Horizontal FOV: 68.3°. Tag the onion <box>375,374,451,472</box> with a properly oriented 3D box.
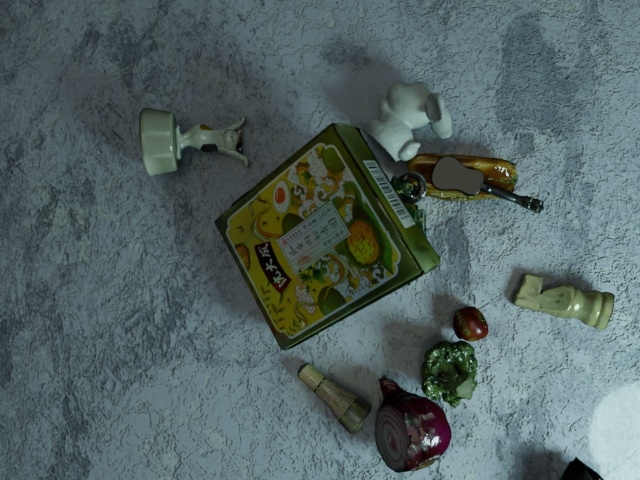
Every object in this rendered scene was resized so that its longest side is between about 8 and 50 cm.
[{"bbox_3d":[0.204,0.413,1.098,0.140,0.195,0.218,-9,54,-16],"label":"onion"}]

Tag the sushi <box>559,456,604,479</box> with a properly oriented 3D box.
[{"bbox_3d":[0.607,0.608,1.018,0.151,0.153,0.172,24,99,7],"label":"sushi"}]

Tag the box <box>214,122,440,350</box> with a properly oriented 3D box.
[{"bbox_3d":[0.000,0.000,1.098,0.420,0.138,0.372,-34,80,27],"label":"box"}]

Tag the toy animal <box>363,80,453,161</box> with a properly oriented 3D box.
[{"bbox_3d":[0.211,-0.285,1.147,0.193,0.127,0.178,-38,55,12],"label":"toy animal"}]

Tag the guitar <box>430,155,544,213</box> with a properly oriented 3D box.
[{"bbox_3d":[0.392,-0.121,1.098,0.271,0.038,0.083,21,97,7],"label":"guitar"}]

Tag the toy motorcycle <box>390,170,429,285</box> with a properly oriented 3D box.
[{"bbox_3d":[0.166,-0.027,1.149,0.187,0.125,0.274,-1,90,21],"label":"toy motorcycle"}]

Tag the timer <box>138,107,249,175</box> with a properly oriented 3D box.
[{"bbox_3d":[-0.327,-0.265,1.254,0.266,0.175,0.175,-4,85,-10],"label":"timer"}]

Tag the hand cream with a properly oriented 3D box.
[{"bbox_3d":[0.026,0.380,1.167,0.203,0.084,0.084,37,92,15],"label":"hand cream"}]

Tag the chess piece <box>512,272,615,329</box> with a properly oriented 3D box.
[{"bbox_3d":[0.561,0.140,1.101,0.201,0.090,0.089,14,88,21],"label":"chess piece"}]

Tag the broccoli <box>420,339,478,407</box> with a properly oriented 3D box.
[{"bbox_3d":[0.305,0.311,1.099,0.146,0.138,0.161,-2,109,-12],"label":"broccoli"}]

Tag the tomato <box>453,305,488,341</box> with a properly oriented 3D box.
[{"bbox_3d":[0.354,0.200,1.124,0.075,0.087,0.087,-32,80,32],"label":"tomato"}]

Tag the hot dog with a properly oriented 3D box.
[{"bbox_3d":[0.342,-0.152,1.156,0.269,0.072,0.114,8,87,8],"label":"hot dog"}]
